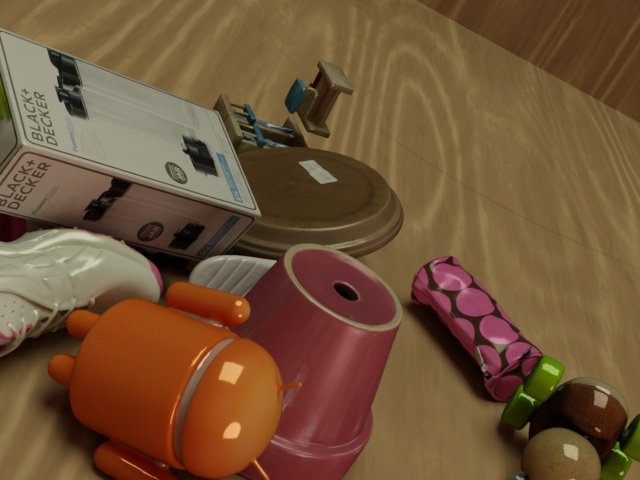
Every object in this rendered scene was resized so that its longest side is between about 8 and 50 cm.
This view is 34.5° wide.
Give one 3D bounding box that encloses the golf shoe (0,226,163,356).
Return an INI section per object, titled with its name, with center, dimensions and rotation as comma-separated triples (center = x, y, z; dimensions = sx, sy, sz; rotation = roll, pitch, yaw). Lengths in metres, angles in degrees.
[golf shoe]
center = -0.283, 0.057, 0.938
dimensions = 0.306, 0.115, 0.140
rotation = 9, 48, -33

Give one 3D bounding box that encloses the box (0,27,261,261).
[box]
center = -0.213, -0.088, 1.044
dimensions = 0.290, 0.087, 0.169
rotation = 17, 39, -43

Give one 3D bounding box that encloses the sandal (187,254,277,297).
[sandal]
center = -0.044, 0.058, 1.164
dimensions = 0.265, 0.102, 0.076
rotation = 18, 5, -36

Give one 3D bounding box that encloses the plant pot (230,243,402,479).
[plant pot]
center = -0.018, 0.111, 1.010
dimensions = 0.201, 0.180, 0.201
rotation = 23, 26, -12

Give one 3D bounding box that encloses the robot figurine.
[robot figurine]
center = -0.126, 0.129, 0.893
dimensions = 0.219, 0.128, 0.158
rotation = 18, 44, 21

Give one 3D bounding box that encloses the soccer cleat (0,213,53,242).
[soccer cleat]
center = -0.317, -0.100, 1.130
dimensions = 0.143, 0.116, 0.331
rotation = -3, 38, -29

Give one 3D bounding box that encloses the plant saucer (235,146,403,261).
[plant saucer]
center = -0.028, -0.056, 1.341
dimensions = 0.277, 0.041, 0.278
rotation = 3, 29, -2

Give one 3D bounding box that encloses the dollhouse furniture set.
[dollhouse furniture set]
center = -0.065, -0.190, 1.491
dimensions = 0.129, 0.184, 0.129
rotation = 15, 30, -28

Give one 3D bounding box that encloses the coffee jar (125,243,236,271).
[coffee jar]
center = -0.189, -0.023, 1.185
dimensions = 0.184, 0.079, 0.096
rotation = 16, 30, -28

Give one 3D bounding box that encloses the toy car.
[toy car]
center = 0.267, 0.255, 1.160
dimensions = 0.155, 0.149, 0.188
rotation = 31, 54, 9

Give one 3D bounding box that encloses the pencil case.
[pencil case]
center = 0.198, 0.110, 1.347
dimensions = 0.098, 0.095, 0.209
rotation = -10, 42, -32
